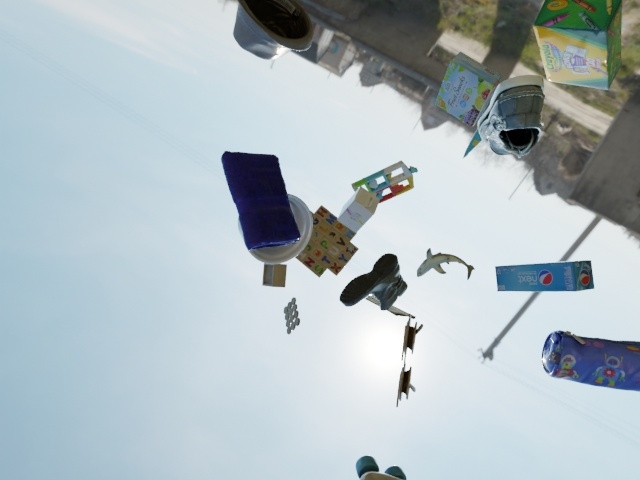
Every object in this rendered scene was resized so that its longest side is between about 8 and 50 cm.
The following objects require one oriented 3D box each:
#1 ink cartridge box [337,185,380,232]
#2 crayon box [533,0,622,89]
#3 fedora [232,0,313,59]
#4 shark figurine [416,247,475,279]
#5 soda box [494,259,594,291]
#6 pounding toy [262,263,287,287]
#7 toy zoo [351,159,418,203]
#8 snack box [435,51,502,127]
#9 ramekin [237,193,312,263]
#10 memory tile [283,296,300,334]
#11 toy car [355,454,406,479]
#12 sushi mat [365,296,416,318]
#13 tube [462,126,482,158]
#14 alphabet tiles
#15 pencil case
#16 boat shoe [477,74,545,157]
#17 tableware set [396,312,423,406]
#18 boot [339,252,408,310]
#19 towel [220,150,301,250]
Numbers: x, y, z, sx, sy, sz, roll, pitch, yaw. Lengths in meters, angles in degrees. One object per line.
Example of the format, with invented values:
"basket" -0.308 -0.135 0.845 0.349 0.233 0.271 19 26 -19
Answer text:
"ink cartridge box" 0.141 -0.117 1.539 0.089 0.143 0.092 33 -134 -8
"crayon box" 0.666 -0.502 1.099 0.165 0.081 0.278 28 -175 37
"fedora" -0.148 -0.585 1.166 0.244 0.124 0.275 50 -138 -5
"shark figurine" 0.608 0.093 2.073 0.277 0.167 0.116 -1 -158 15
"soda box" 0.527 0.087 1.021 0.071 0.068 0.210 -2 176 -27
"pounding toy" -0.216 0.158 2.063 0.100 0.130 0.141 7 174 -33
"toy zoo" 0.307 -0.259 1.953 0.192 0.293 0.030 48 -156 -52
"snack box" 0.524 -0.537 1.533 0.174 0.207 0.070 40 -112 15
"ramekin" -0.181 -0.062 1.630 0.277 0.278 0.135 14 -167 -33
"memory tile" -0.130 0.339 1.928 0.012 0.113 0.148 16 -140 -28
"toy car" 0.168 0.828 1.276 0.210 0.238 0.219 27 -172 -16
"sushi mat" 0.319 0.323 2.125 0.151 0.019 0.316 18 -178 -36
"tube" 0.497 -0.341 1.292 0.052 0.207 0.080 41 -145 17
"alphabet tiles" 0.000 0.000 2.050 0.342 0.285 0.011 39 169 13
"pencil case" 0.713 0.294 1.049 0.305 0.133 0.119 6 -154 13
"boat shoe" 0.396 -0.225 0.892 0.116 0.099 0.319 -3 171 16
"tableware set" 0.209 0.275 0.983 0.039 0.195 0.128 6 -174 16
"boot" 0.182 0.169 1.356 0.246 0.161 0.083 -37 -147 -21
"towel" -0.172 -0.128 1.314 0.227 0.076 0.309 -10 -101 -55
